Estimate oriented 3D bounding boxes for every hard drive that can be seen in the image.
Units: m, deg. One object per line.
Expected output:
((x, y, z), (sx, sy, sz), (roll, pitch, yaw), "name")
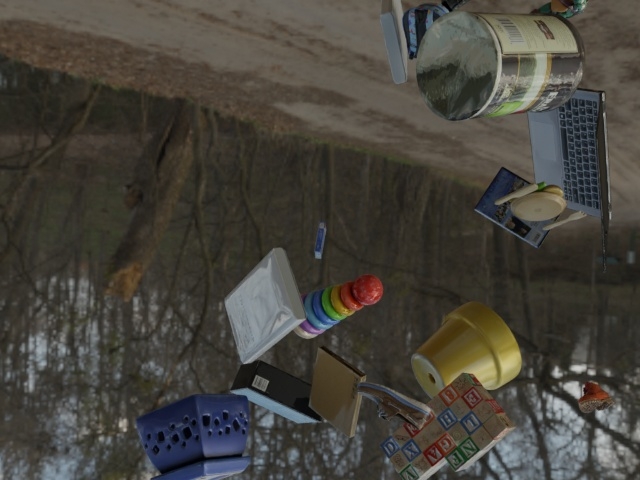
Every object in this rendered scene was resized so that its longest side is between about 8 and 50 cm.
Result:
((-0.156, 0.180, 1.801), (0.040, 0.203, 0.307), (-2, 153, -37), "hard drive")
((0.243, -0.700, 2.204), (0.047, 0.233, 0.353), (-8, -142, 15), "hard drive")

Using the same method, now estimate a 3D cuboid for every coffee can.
((0.355, -0.346, 1.329), (0.275, 0.202, 0.201), (-12, -170, -36), "coffee can")

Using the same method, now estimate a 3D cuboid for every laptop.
((0.651, -0.186, 1.804), (0.236, 0.382, 0.408), (-29, -149, -23), "laptop")

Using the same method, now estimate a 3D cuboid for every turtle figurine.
((0.548, -0.547, 1.523), (0.118, 0.234, 0.175), (18, -149, -37), "turtle figurine")

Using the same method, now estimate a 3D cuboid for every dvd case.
((0.677, -0.113, 2.287), (0.253, 0.180, 0.022), (33, 174, 12), "dvd case")

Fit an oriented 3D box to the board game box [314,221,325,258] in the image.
((0.000, 0.000, 1.964), (0.020, 0.090, 0.090), (9, 166, 3), "board game box")

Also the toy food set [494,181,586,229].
((0.504, -0.088, 1.551), (0.192, 0.039, 0.132), (23, 149, -30), "toy food set")

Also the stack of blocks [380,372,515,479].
((0.319, 0.496, 1.706), (0.171, 0.297, 0.087), (53, -164, 29), "stack of blocks")

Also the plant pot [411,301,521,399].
((0.402, 0.340, 1.940), (0.239, 0.254, 0.254), (-27, -166, -21), "plant pot")

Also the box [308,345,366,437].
((0.041, 0.403, 1.804), (0.021, 0.201, 0.164), (-16, -146, -42), "box")

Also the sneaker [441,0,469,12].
((0.475, -0.805, 2.181), (0.118, 0.083, 0.222), (-40, -176, -6), "sneaker")

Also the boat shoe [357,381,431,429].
((0.166, 0.390, 1.592), (0.183, 0.066, 0.066), (19, 157, 11), "boat shoe")

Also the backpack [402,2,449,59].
((0.325, -0.628, 1.993), (0.158, 0.117, 0.173), (15, 147, 33), "backpack")

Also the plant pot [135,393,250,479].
((-0.339, 0.560, 1.869), (0.235, 0.212, 0.236), (-26, 155, 26), "plant pot")

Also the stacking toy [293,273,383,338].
((0.055, 0.187, 2.003), (0.330, 0.141, 0.141), (-26, 164, 40), "stacking toy")

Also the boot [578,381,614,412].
((0.795, 0.459, 1.990), (0.157, 0.085, 0.059), (9, 134, -43), "boot")

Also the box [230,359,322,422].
((-0.128, 0.479, 2.122), (0.261, 0.103, 0.184), (29, 153, -16), "box")
